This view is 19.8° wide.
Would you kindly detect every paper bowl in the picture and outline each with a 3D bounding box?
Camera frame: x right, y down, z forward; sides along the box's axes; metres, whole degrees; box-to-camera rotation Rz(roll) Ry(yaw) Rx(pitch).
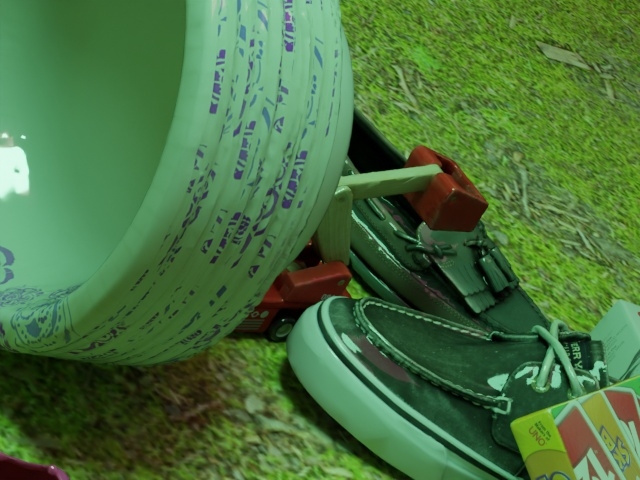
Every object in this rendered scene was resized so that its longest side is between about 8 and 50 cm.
[{"bbox_3d":[-0.093,-0.071,1.000,0.148,0.284,0.284,13,34,-41],"label":"paper bowl"}]

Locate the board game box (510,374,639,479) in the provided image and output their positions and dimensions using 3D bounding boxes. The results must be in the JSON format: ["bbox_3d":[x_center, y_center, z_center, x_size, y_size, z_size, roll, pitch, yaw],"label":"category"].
[{"bbox_3d":[0.194,0.208,1.021,0.124,0.039,0.259,-10,79,-53],"label":"board game box"}]

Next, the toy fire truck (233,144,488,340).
[{"bbox_3d":[0.000,0.000,1.144,0.192,0.135,0.047,5,39,-43],"label":"toy fire truck"}]

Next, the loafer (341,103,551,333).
[{"bbox_3d":[0.062,-0.013,1.286,0.267,0.084,0.096,39,28,10],"label":"loafer"}]

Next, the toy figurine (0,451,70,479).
[{"bbox_3d":[-0.169,0.139,0.792,0.159,0.130,0.173,28,49,-31],"label":"toy figurine"}]

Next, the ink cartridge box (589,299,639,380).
[{"bbox_3d":[0.259,0.122,1.305,0.109,0.063,0.150,20,31,-25],"label":"ink cartridge box"}]

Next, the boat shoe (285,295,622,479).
[{"bbox_3d":[0.144,0.105,1.148,0.335,0.119,0.121,27,28,-14],"label":"boat shoe"}]
